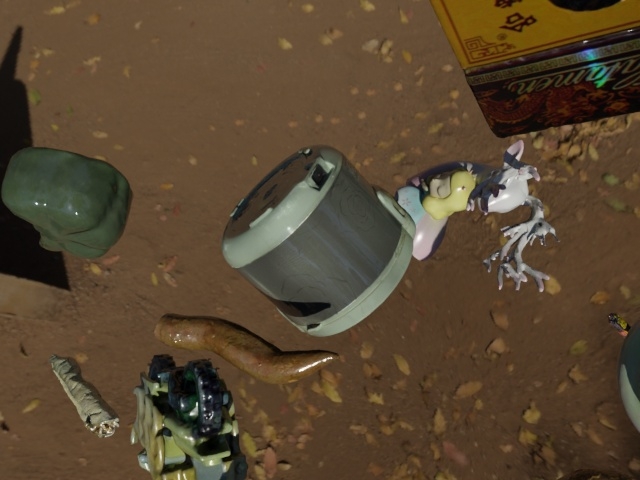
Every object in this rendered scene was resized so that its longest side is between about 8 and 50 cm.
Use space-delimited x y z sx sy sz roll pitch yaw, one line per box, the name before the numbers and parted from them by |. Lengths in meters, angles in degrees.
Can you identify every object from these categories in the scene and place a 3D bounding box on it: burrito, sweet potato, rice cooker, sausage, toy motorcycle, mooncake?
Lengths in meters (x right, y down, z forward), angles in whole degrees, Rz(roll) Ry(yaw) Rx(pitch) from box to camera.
burrito | -0.345 0.217 0.860 0.041 0.045 0.185 -39 49 -21
sweet potato | 0.267 0.301 0.681 0.218 0.065 0.051 -44 47 41
rice cooker | 0.001 0.001 1.045 0.277 0.288 0.288 43 87 -21
sausage | 0.580 0.183 1.093 0.025 0.198 0.028 -52 26 5
toy motorcycle | -0.252 0.325 1.073 0.168 0.410 0.237 -4 83 -27
mooncake | -0.341 -0.048 0.796 0.168 0.175 0.104 -3 63 31
sweet potato | -0.109 0.161 0.874 0.281 0.059 0.067 15 64 18

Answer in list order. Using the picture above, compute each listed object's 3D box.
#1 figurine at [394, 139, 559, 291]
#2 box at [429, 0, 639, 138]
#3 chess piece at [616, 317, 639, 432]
figurine | 0.290 -0.044 1.102 0.315 0.206 0.284 -21 27 44
box | 0.213 -0.257 0.469 0.264 0.415 0.116 -7 60 28
chess piece | 0.246 0.113 0.354 0.139 0.271 0.139 3 96 29
